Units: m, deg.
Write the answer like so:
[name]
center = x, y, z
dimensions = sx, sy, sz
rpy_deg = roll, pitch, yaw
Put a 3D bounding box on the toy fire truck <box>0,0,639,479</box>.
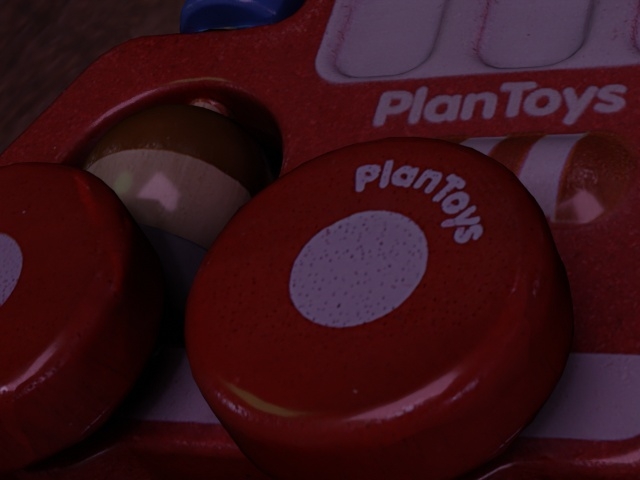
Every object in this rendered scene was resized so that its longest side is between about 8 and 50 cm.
[toy fire truck]
center = 0.000, 0.000, 0.519
dimensions = 0.302, 0.169, 0.254
rpy_deg = -1, 51, 27
